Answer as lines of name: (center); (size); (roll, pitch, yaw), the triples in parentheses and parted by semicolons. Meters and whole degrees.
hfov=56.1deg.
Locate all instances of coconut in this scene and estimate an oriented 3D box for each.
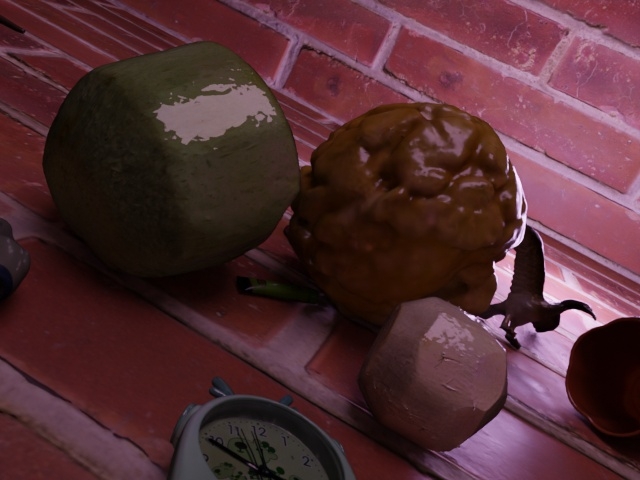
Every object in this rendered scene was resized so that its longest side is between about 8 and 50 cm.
coconut: (-0.169, -0.104, 0.777); (0.328, 0.281, 0.328); (-10, 20, 4)
coconut: (0.134, 0.157, 0.687); (0.162, 0.161, 0.161); (30, 19, 4)

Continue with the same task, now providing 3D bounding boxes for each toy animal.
toy animal: (0.406, 0.135, 1.124); (0.197, 0.160, 0.272); (40, -16, 53)

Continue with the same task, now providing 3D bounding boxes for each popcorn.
popcorn: (0.129, -0.048, 0.924); (0.344, 0.390, 0.354); (14, 49, 9)

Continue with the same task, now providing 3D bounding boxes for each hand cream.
hand cream: (-0.060, 0.071, 0.857); (0.122, 0.023, 0.036); (12, 23, -27)

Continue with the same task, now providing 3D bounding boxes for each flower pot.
flower pot: (0.525, 0.240, 0.985); (0.173, 0.190, 0.190); (29, 13, -39)

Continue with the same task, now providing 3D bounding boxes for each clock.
clock: (-0.048, 0.191, 0.485); (0.159, 0.066, 0.211); (21, 19, -17)

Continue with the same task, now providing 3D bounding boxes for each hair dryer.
hair dryer: (-0.382, 0.009, 0.579); (0.199, 0.067, 0.167); (6, 14, -13)

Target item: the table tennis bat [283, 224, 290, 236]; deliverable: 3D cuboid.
table tennis bat: (0.000, 0.000, 1.142); (0.158, 0.014, 0.095); (8, 24, -38)

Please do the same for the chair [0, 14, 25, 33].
chair: (-0.619, -0.309, 0.877); (0.272, 0.188, 0.166); (33, 18, 9)
